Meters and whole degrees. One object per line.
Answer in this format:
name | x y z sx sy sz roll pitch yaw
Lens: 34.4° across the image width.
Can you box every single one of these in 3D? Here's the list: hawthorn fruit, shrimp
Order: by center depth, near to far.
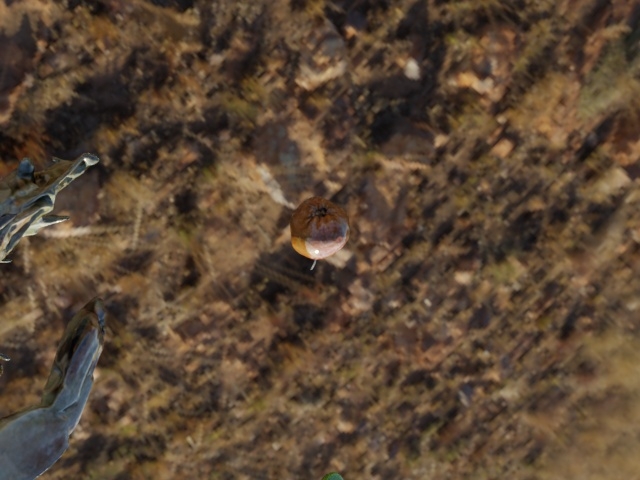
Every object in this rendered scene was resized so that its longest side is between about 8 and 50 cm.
shrimp | -0.280 0.071 0.890 0.247 0.085 0.360 46 57 -33
hawthorn fruit | 0.000 0.000 1.114 0.067 0.067 0.103 -30 146 -18

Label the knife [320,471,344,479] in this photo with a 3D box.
knife | 0.021 0.164 0.527 0.166 0.022 0.078 75 25 -49
